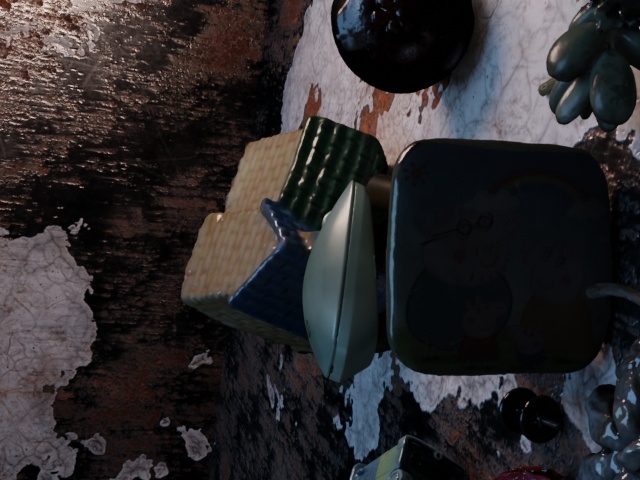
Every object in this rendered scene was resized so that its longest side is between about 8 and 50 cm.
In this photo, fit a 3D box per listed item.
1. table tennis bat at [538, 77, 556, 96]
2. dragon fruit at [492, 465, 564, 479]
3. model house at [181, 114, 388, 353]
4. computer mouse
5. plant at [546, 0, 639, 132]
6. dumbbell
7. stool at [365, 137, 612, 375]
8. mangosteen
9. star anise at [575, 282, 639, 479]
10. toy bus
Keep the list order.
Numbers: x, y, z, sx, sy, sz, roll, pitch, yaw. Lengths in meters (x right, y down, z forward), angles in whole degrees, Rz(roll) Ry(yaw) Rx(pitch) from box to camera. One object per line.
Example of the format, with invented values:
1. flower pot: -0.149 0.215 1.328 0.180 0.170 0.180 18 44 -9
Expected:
1. table tennis bat: 0.370 -0.246 1.271 0.156 0.013 0.087 149 122 -66
2. dragon fruit: 0.301 0.370 1.198 0.111 0.153 0.153 -11 -70 -67
3. model house: 0.000 0.000 1.862 0.400 0.395 0.445 -10 58 55
4. computer mouse: 0.023 0.055 1.206 0.159 0.097 0.288 96 173 -56
5. plant: 0.365 -0.276 1.090 0.146 0.149 0.274 -99 20 -80
6. dumbbell: 0.302 0.251 1.248 0.147 0.069 0.069 -172 87 -72
7. stool: 0.216 0.025 1.211 0.226 0.310 0.310 172 101 -77
8. mangosteen: 0.158 -0.412 1.610 0.233 0.288 0.287 -55 34 40
9. star anise: 0.361 0.232 0.972 0.359 0.139 0.316 -139 63 -68
10. toy bus: 0.120 0.497 1.408 0.190 0.152 0.312 -45 17 45
